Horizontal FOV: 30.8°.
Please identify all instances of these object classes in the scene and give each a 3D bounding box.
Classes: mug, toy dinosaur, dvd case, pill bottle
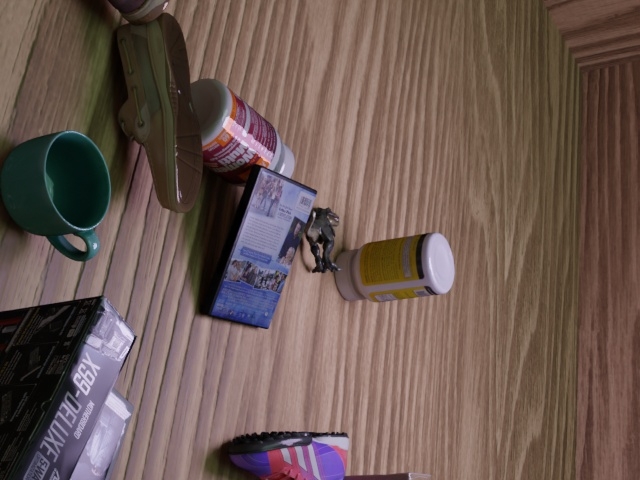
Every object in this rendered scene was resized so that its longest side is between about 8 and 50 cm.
[{"bbox_3d":[-0.349,-0.057,1.497,0.129,0.097,0.158,25,61,-57],"label":"mug"},{"bbox_3d":[0.000,0.000,2.108,0.268,0.064,0.118,-34,113,-84],"label":"toy dinosaur"},{"bbox_3d":[-0.098,0.014,1.902,0.180,0.022,0.253,21,89,-57],"label":"dvd case"},{"bbox_3d":[-0.334,0.271,1.497,0.179,0.029,0.239,53,39,-40],"label":"dvd case"},{"bbox_3d":[0.140,0.056,2.228,0.119,0.208,0.119,25,61,-56],"label":"pill bottle"},{"bbox_3d":[-0.140,-0.160,1.881,0.221,0.121,0.121,37,51,-51],"label":"pill bottle"}]

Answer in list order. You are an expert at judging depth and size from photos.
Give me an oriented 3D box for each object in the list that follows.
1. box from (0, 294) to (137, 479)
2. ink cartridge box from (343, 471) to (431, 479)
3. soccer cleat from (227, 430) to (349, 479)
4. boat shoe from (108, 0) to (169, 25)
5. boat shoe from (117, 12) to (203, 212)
[{"bbox_3d":[-0.362,0.207,1.246,0.076,0.242,0.307,58,35,-35],"label":"box"},{"bbox_3d":[0.096,0.527,2.023,0.088,0.193,0.235,22,62,-55],"label":"ink cartridge box"},{"bbox_3d":[-0.045,0.373,1.915,0.318,0.108,0.116,18,70,-61],"label":"soccer cleat"},{"bbox_3d":[-0.285,-0.490,1.724,0.123,0.123,0.342,27,57,-47],"label":"boat shoe"},{"bbox_3d":[-0.245,-0.184,1.728,0.109,0.098,0.302,14,67,-73],"label":"boat shoe"}]
